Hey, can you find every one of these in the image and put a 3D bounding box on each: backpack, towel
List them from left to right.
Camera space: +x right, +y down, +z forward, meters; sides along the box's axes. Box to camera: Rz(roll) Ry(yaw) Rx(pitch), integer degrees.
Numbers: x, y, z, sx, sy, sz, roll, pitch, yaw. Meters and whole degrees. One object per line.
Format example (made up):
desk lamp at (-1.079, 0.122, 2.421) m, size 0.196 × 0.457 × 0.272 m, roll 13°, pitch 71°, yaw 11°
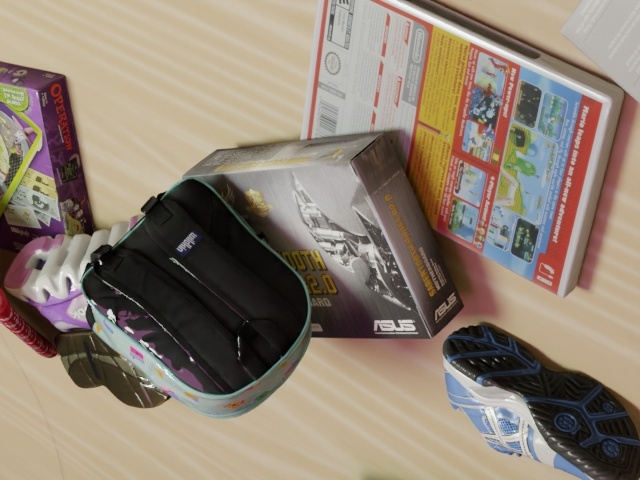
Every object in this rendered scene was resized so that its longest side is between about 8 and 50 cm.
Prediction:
towel at (-0.378, 0.038, 1.935) m, size 0.199 × 0.031 × 0.275 m, roll 39°, pitch 172°, yaw 11°
backpack at (-0.101, 0.066, 1.624) m, size 0.188 × 0.166 × 0.144 m, roll 37°, pitch 158°, yaw 20°

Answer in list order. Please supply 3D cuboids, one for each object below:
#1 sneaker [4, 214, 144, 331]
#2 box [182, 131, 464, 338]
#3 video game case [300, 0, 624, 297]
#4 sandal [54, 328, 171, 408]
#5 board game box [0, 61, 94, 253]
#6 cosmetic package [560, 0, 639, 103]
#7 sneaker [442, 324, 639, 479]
sneaker at (-0.198, 0.042, 1.838) m, size 0.236 × 0.095 × 0.104 m, roll -9°, pitch 129°, yaw 27°
box at (0.000, 0.000, 1.643) m, size 0.231 × 0.056 × 0.183 m, roll -2°, pitch 121°, yaw 47°
video game case at (0.109, -0.096, 1.536) m, size 0.285 × 0.025 × 0.204 m, roll 29°, pitch 132°, yaw 25°
sandal at (-0.212, 0.125, 1.940) m, size 0.219 × 0.060 × 0.090 m, roll -2°, pitch 109°, yaw 58°
board game box at (-0.395, -0.102, 1.958) m, size 0.347 × 0.056 × 0.208 m, roll 15°, pitch 129°, yaw 34°
cosmetic package at (0.304, -0.129, 1.291) m, size 0.238 × 0.107 × 0.127 m, roll 43°, pitch 136°, yaw 7°
sneaker at (0.195, 0.157, 1.595) m, size 0.211 × 0.080 × 0.081 m, roll 37°, pitch 142°, yaw 31°
